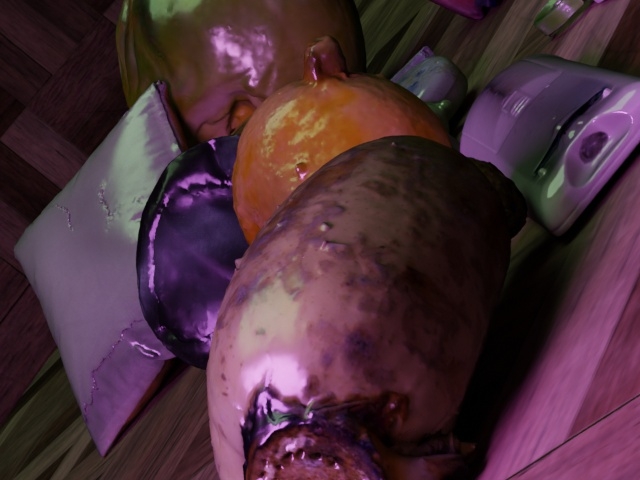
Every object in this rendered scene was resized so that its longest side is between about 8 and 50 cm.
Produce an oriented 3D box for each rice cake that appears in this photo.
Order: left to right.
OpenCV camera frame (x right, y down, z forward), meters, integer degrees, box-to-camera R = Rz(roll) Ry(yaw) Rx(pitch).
[{"bbox_3d":[0.085,-0.172,2.142,0.022,0.021,0.121,-45,1,-43],"label":"rice cake"}]

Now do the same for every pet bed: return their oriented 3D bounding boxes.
[{"bbox_3d":[-0.057,0.009,1.570,0.201,0.201,0.053,-50,-15,9],"label":"pet bed"}]

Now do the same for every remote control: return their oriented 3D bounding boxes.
[{"bbox_3d":[0.145,-0.077,1.283,0.109,0.055,0.313,-51,9,3],"label":"remote control"}]

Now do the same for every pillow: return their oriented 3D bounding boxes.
[{"bbox_3d":[-0.211,0.029,2.164,0.119,0.310,0.312,7,-44,-46],"label":"pillow"}]

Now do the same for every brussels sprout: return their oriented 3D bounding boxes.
[{"bbox_3d":[-0.100,-0.207,2.263,0.268,0.344,0.344,-1,-31,-40],"label":"brussels sprout"}]

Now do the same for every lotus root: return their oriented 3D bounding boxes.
[{"bbox_3d":[0.030,0.043,1.084,0.173,0.173,0.309,-45,7,35],"label":"lotus root"}]

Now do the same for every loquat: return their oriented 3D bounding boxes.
[{"bbox_3d":[0.017,-0.051,1.451,0.172,0.204,0.149,-1,14,40],"label":"loquat"}]

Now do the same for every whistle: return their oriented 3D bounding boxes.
[{"bbox_3d":[0.091,-0.100,1.716,0.104,0.057,0.198,-44,17,12],"label":"whistle"}]

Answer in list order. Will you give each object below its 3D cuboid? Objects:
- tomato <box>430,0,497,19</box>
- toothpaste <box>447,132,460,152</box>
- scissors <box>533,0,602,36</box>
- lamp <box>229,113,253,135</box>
[{"bbox_3d":[0.120,-0.407,2.030,0.289,0.176,0.335,-73,-11,-52],"label":"tomato"},{"bbox_3d":[0.000,0.000,1.613,0.266,0.096,0.061,-53,10,8],"label":"toothpaste"},{"bbox_3d":[0.221,-0.207,1.537,0.101,0.027,0.204,-53,7,-3],"label":"scissors"},{"bbox_3d":[-0.048,-0.011,1.713,0.185,0.161,0.161,-46,9,15],"label":"lamp"}]
